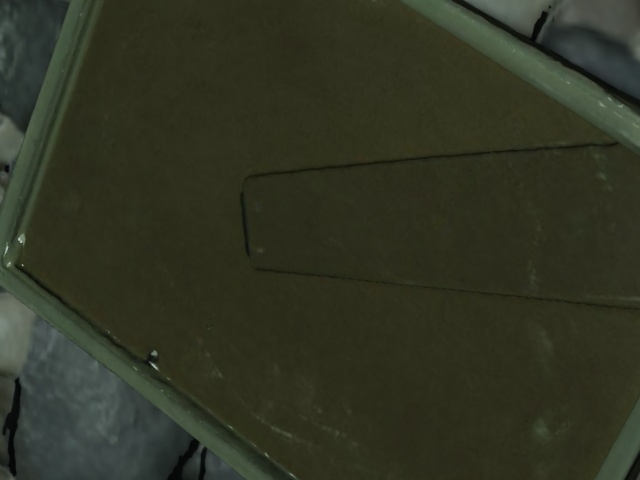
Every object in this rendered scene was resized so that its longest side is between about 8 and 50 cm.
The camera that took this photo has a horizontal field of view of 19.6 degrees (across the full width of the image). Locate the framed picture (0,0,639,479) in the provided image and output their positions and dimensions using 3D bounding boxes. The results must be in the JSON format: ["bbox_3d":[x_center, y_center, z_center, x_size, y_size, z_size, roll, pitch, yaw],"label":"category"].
[{"bbox_3d":[0.000,0.000,0.604,0.260,0.023,0.189,34,117,25],"label":"framed picture"}]
